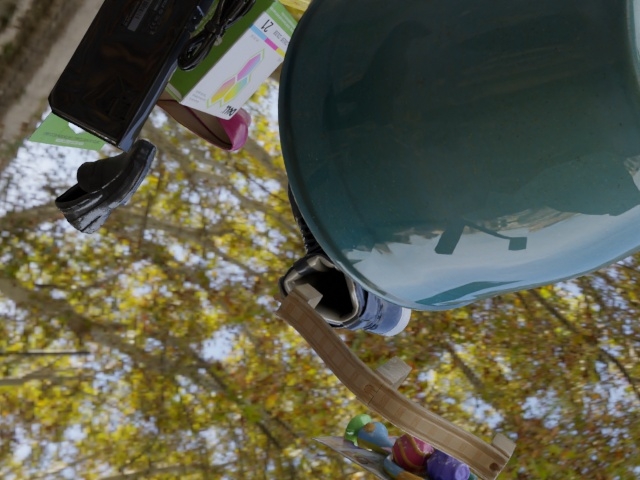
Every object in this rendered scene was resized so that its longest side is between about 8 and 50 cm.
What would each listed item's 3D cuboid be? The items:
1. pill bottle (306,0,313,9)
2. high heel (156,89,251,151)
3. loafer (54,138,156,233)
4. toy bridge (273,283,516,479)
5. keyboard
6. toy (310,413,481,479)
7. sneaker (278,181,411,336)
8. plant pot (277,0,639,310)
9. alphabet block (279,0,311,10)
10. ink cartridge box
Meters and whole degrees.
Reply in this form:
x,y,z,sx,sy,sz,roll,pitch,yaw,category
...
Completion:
x,y,z,sx,sy,sz,roll,pitch,yaw,category
0.064,-0.277,1.148,0.119,0.208,0.119,7,-64,15,pill bottle
-0.220,-0.213,1.428,0.244,0.117,0.082,33,-66,-9,high heel
-0.310,-0.082,1.334,0.223,0.078,0.076,-34,-153,43,loafer
0.042,0.093,0.616,0.188,0.063,0.026,37,-77,13,toy bridge
-0.091,-0.141,0.584,0.108,0.023,0.180,27,-93,33,keyboard
0.112,0.237,1.029,0.237,0.137,0.056,11,-88,54,toy
0.002,-0.001,1.011,0.086,0.163,0.226,-39,-113,21,sneaker
0.153,-0.094,0.630,0.255,0.272,0.271,-10,-102,53,plant pot
-0.019,-0.441,1.354,0.193,0.192,0.197,-138,-115,-67,alphabet block
-0.146,-0.160,0.949,0.097,0.189,0.255,43,-82,4,ink cartridge box
